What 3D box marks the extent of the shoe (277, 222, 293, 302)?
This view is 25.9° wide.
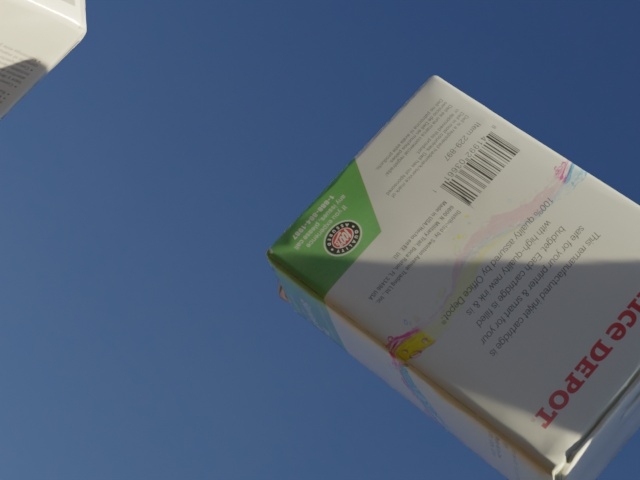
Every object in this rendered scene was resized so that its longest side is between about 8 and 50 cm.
[{"bbox_3d":[0.000,0.000,1.151,0.077,0.058,0.219,8,-18,-9],"label":"shoe"}]

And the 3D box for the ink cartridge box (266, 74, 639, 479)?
[{"bbox_3d":[0.102,0.029,0.798,0.212,0.154,0.093,36,-16,27],"label":"ink cartridge box"}]

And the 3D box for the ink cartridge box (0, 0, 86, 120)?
[{"bbox_3d":[-0.349,-0.137,0.912,0.261,0.296,0.066,-38,-133,33],"label":"ink cartridge box"}]
